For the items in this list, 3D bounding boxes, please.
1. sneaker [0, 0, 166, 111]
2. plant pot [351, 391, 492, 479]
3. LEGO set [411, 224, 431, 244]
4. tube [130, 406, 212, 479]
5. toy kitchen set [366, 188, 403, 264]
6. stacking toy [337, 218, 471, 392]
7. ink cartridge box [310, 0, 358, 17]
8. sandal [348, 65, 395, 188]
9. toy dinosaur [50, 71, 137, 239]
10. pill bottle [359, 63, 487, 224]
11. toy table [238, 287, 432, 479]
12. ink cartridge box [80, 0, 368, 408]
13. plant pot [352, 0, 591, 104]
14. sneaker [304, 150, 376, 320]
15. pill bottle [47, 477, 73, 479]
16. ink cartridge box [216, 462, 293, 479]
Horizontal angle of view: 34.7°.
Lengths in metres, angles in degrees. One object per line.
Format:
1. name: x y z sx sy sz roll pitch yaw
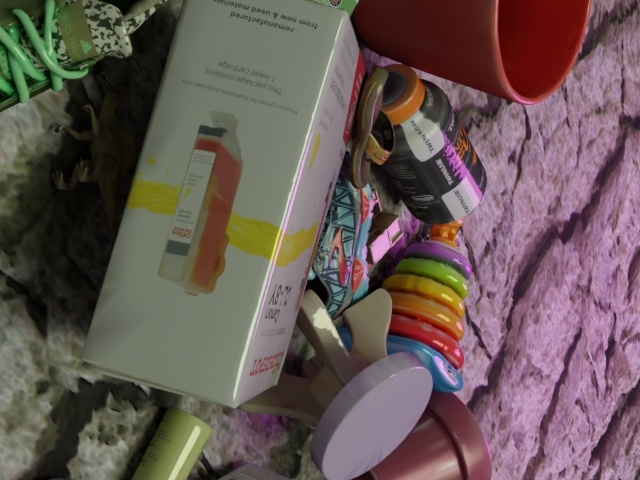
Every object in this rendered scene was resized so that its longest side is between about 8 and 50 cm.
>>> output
1. sneaker: -0.249 -0.177 0.858 0.410 0.182 0.158 -51 138 -29
2. plant pot: 0.127 0.338 1.553 0.180 0.201 0.201 -20 119 -30
3. LEGO set: 0.160 0.017 1.611 0.054 0.023 0.083 3 99 -54
4. tube: -0.206 0.310 1.179 0.240 0.062 0.070 -63 158 -21
5. toy kitchen set: 0.055 -0.024 1.406 0.075 0.083 0.068 -45 134 -34
6. stacking toy: 0.163 0.064 1.534 0.175 0.165 0.302 47 58 -49
7. ink cartridge box: -0.011 -0.394 1.159 0.201 0.117 0.278 45 66 -50
8. sandal: 0.066 -0.125 1.208 0.180 0.049 0.072 100 7 -48
9. toy dinosaur: -0.221 -0.076 1.042 0.092 0.053 0.183 -19 116 -51
10. pill bottle: 0.138 -0.138 1.439 0.130 0.130 0.246 -62 142 -19
11. toy table: 0.029 0.180 1.312 0.252 0.161 0.274 -26 150 -28
12. ink cartridge box: -0.084 -0.038 1.064 0.279 0.160 0.385 32 75 -83
13. plant pot: 0.191 -0.328 1.347 0.275 0.243 0.275 -24 120 -48
14. sneaker: 0.000 0.000 1.324 0.125 0.104 0.262 -30 125 -42
15. pill bottle: -0.272 0.358 1.074 0.108 0.108 0.194 31 77 -53
16. ink cartridge box: -0.071 0.379 1.215 0.273 0.198 0.115 -7 113 -70
